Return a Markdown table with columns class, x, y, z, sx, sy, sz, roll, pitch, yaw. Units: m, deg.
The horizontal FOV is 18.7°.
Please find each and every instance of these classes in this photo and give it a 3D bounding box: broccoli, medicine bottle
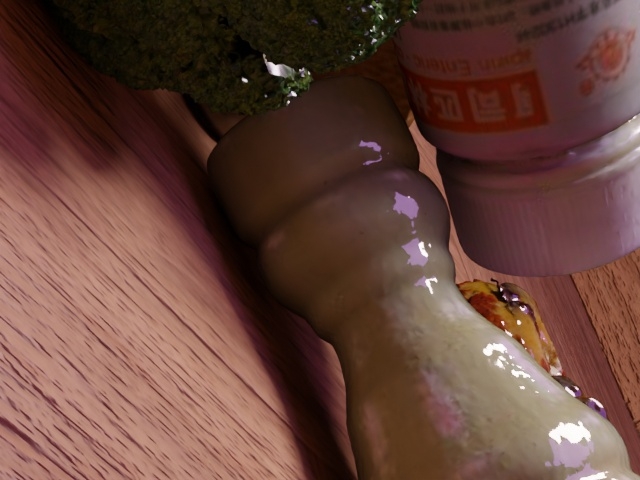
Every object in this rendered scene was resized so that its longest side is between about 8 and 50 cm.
| class | x | y | z | sx | sy | sz | roll | pitch | yaw |
| --- | --- | --- | --- | --- | --- | --- | --- | --- | --- |
| broccoli | -0.090 | -0.260 | 1.413 | 0.413 | 0.321 | 0.310 | -100 | -172 | -59 |
| medicine bottle | 0.168 | -0.180 | 1.617 | 0.219 | 0.219 | 0.388 | -97 | 172 | -61 |

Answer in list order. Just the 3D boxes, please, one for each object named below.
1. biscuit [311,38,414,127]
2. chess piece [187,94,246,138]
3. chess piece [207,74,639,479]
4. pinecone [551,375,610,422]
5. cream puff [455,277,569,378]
| class | x | y | z | sx | sy | sz | roll | pitch | yaw |
| --- | --- | --- | --- | --- | --- | --- | --- | --- | --- |
| biscuit | 0.006 | -0.203 | 1.890 | 0.037 | 0.262 | 0.262 | -28 | 91 | -40 |
| chess piece | -0.003 | -0.203 | 1.742 | 0.143 | 0.261 | 0.143 | 61 | 9 | -17 |
| chess piece | 0.075 | 0.088 | 1.572 | 0.442 | 0.234 | 0.234 | 61 | 10 | 19 |
| pinecone | 0.178 | 0.210 | 1.745 | 0.229 | 0.202 | 0.201 | 45 | 13 | 23 |
| cream puff | 0.173 | 0.153 | 1.963 | 0.240 | 0.164 | 0.240 | -15 | 90 | -74 |
